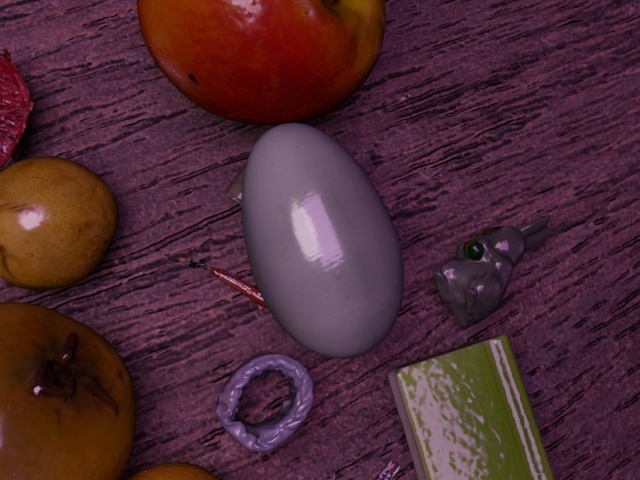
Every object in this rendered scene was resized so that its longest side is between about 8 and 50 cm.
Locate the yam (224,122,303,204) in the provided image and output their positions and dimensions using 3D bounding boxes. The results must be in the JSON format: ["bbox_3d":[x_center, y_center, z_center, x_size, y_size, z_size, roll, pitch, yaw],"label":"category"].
[{"bbox_3d":[-0.081,-0.123,1.159,0.078,0.078,0.179,38,79,2],"label":"yam"}]

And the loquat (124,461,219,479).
[{"bbox_3d":[-0.216,0.423,0.975,0.208,0.208,0.208,1,79,-6],"label":"loquat"}]

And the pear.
[{"bbox_3d":[-0.410,-0.032,1.047,0.208,0.209,0.209,1,79,-6],"label":"pear"}]

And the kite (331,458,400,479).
[{"bbox_3d":[0.045,0.451,1.098,0.198,0.006,0.244,34,78,1],"label":"kite"}]

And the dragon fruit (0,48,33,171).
[{"bbox_3d":[-0.534,-0.155,1.094,0.126,0.161,0.274,34,64,-15],"label":"dragon fruit"}]

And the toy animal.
[{"bbox_3d":[0.289,0.035,1.168,0.108,0.138,0.236,20,46,36],"label":"toy animal"}]

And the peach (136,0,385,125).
[{"bbox_3d":[-0.099,-0.356,1.062,0.388,0.388,0.389,1,79,-6],"label":"peach"}]

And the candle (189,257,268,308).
[{"bbox_3d":[-0.142,0.070,1.144,0.167,0.021,0.026,29,68,1],"label":"candle"}]

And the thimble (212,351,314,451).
[{"bbox_3d":[-0.085,0.244,1.068,0.127,0.118,0.151,42,78,0],"label":"thimble"}]

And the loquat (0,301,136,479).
[{"bbox_3d":[-0.436,0.255,0.947,0.359,0.328,0.328,-40,84,29],"label":"loquat"}]

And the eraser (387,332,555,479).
[{"bbox_3d":[0.243,0.310,1.105,0.210,0.092,0.274,-16,80,-10],"label":"eraser"}]

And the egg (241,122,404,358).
[{"bbox_3d":[0.000,0.000,1.057,0.229,0.230,0.371,-19,93,-9],"label":"egg"}]
